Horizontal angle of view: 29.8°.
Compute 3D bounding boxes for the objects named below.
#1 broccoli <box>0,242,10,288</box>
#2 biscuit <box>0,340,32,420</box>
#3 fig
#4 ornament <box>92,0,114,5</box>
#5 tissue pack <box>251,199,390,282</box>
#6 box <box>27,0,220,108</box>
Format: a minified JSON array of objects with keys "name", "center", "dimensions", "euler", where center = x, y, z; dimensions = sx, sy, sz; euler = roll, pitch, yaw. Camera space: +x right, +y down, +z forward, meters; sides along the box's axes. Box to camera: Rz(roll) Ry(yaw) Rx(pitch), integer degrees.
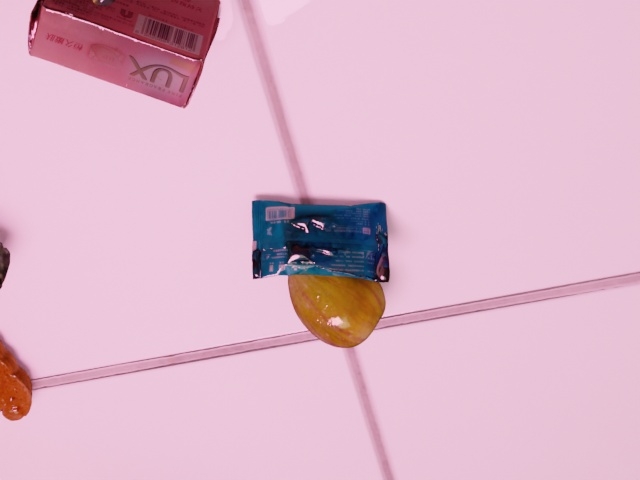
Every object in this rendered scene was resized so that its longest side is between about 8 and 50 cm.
[{"name":"broccoli","center":[-0.456,0.094,1.201],"dimensions":[0.288,0.247,0.245],"euler":[-1,143,-12]},{"name":"biscuit","center":[-0.441,0.118,1.321],"dimensions":[0.280,0.043,0.183],"euler":[32,114,-15]},{"name":"fig","center":[-0.009,0.042,1.251],"dimensions":[0.166,0.093,0.093],"euler":[37,122,8]},{"name":"ornament","center":[-0.255,-0.291,0.989],"dimensions":[0.236,0.202,0.080],"euler":[4,168,26]},{"name":"tissue pack","center":[0.000,0.000,1.203],"dimensions":[0.138,0.085,0.028],"euler":[1,165,-5]},{"name":"box","center":[-0.170,-0.188,1.053],"dimensions":[0.156,0.111,0.060],"euler":[20,131,-11]}]
